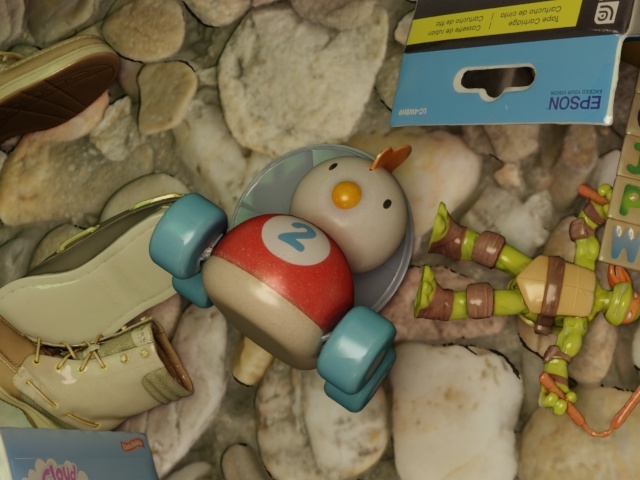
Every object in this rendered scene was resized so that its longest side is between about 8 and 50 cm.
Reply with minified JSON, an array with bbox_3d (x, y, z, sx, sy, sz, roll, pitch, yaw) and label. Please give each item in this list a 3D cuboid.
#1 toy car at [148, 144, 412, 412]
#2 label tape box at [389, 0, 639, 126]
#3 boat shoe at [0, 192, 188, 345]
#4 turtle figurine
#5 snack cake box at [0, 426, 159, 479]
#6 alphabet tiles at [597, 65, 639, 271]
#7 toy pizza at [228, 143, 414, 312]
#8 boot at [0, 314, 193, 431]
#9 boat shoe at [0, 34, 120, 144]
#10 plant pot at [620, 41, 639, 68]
[{"bbox_3d":[0.008,-0.007,0.981,0.219,0.210,0.238,33,78,13],"label":"toy car"},{"bbox_3d":[0.220,-0.251,0.969,0.249,0.115,0.348,5,79,50],"label":"label tape box"},{"bbox_3d":[-0.241,0.046,1.143,0.305,0.091,0.109,-28,109,15],"label":"boat shoe"},{"bbox_3d":[0.205,0.031,0.985,0.217,0.087,0.270,14,79,5],"label":"turtle figurine"},{"bbox_3d":[-0.278,0.248,1.019,0.152,0.264,0.089,-25,72,14],"label":"snack cake box"},{"bbox_3d":[0.381,-0.047,0.943,0.237,0.009,0.198,14,79,6],"label":"alphabet tiles"},{"bbox_3d":[0.000,0.000,1.097,0.201,0.032,0.201,-4,76,19],"label":"toy pizza"},{"bbox_3d":[-0.244,0.116,1.081,0.165,0.213,0.077,-26,35,11],"label":"boot"},{"bbox_3d":[-0.368,-0.170,1.227,0.302,0.109,0.098,-25,73,19],"label":"boat shoe"},{"bbox_3d":[0.318,-0.206,0.997,0.081,0.083,0.081,32,91,23],"label":"plant pot"}]
